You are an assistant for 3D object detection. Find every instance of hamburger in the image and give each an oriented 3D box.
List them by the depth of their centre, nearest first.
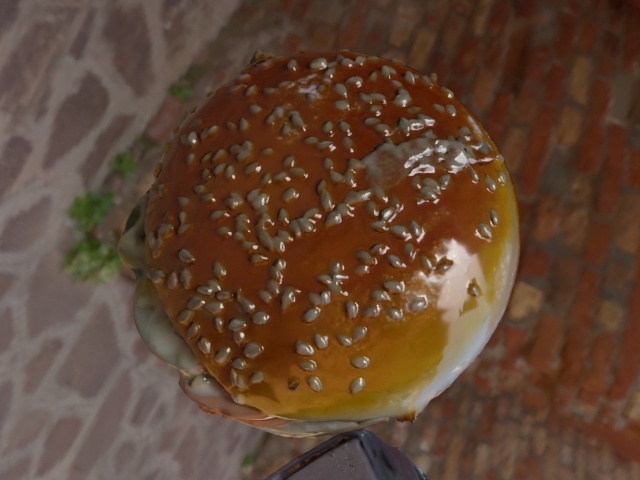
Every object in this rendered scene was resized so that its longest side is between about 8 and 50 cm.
[{"bbox_3d":[0.003,0.003,0.756,0.237,0.237,0.147,-64,157,4],"label":"hamburger"}]

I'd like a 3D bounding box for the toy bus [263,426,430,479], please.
[{"bbox_3d":[0.068,0.258,0.702,0.112,0.317,0.138,-32,147,13],"label":"toy bus"}]
